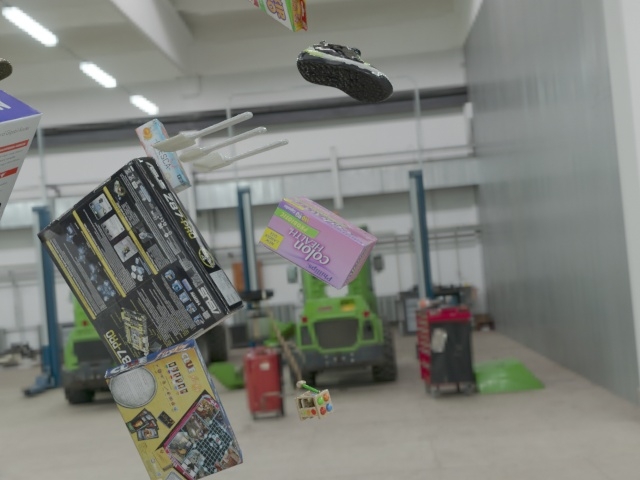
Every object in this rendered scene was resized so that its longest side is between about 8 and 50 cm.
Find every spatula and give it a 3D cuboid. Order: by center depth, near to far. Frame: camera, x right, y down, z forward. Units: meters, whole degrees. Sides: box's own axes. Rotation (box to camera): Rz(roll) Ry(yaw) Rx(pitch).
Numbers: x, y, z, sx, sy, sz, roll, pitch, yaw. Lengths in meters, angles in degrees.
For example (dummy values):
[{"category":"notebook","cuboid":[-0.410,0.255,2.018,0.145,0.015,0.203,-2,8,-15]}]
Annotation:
[{"category":"spatula","cuboid":[-0.194,-0.194,1.853,0.242,0.019,0.168,-16,-29,31]}]

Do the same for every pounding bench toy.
[{"category":"pounding bench toy","cuboid":[-0.015,0.345,2.019,0.065,0.083,0.052,-14,3,38]}]

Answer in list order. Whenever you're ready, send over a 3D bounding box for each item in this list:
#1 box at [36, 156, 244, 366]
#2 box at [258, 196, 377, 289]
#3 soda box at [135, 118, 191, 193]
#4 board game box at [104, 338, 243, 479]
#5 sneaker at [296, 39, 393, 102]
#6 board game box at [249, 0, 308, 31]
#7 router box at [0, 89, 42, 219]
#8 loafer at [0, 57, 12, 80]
[{"category":"box","cuboid":[-0.398,0.064,2.027,0.318,0.395,0.097,-35,-4,20]},{"category":"box","cuboid":[0.000,0.000,2.139,0.213,0.117,0.243,30,10,8]},{"category":"soda box","cuboid":[-0.386,-0.204,2.268,0.063,0.183,0.058,-27,-10,4]},{"category":"board game box","cuboid":[-0.255,0.311,1.625,0.165,0.243,0.042,-19,18,-2]},{"category":"sneaker","cuboid":[0.056,-0.344,1.789,0.234,0.084,0.097,26,59,32]},{"category":"board game box","cuboid":[-0.122,-0.627,2.335,0.039,0.124,0.259,-34,52,-25]},{"category":"router box","cuboid":[-0.571,-0.055,1.343,0.082,0.301,0.335,30,18,5]},{"category":"loafer","cuboid":[-0.761,-0.366,2.068,0.148,0.056,0.050,-22,33,-8]}]
